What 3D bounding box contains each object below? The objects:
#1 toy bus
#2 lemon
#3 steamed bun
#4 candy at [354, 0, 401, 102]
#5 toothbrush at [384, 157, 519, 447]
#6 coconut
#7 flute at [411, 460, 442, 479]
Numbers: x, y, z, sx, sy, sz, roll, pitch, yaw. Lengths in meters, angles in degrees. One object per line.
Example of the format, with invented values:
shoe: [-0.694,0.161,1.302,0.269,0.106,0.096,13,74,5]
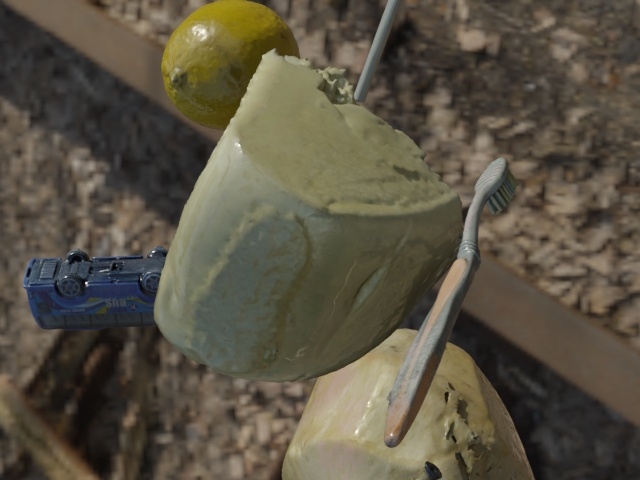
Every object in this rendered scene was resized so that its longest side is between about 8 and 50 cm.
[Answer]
toy bus: [-0.258,0.067,2.117,0.079,0.236,0.094,-90,-2,-63]
lemon: [-0.122,-0.235,2.216,0.178,0.203,0.178,16,114,41]
steamed bun: [0.000,0.000,1.617,0.272,0.273,0.290,21,130,3]
candy: [0.104,-0.337,1.942,0.124,0.124,0.365,33,108,42]
toothbrush: [0.108,0.040,1.334,0.028,0.375,0.037,-22,114,33]
coconut: [0.109,0.298,2.097,0.353,0.353,0.352,0,89,47]
flute: [0.058,0.342,1.916,0.233,0.027,0.027,-49,56,21]
